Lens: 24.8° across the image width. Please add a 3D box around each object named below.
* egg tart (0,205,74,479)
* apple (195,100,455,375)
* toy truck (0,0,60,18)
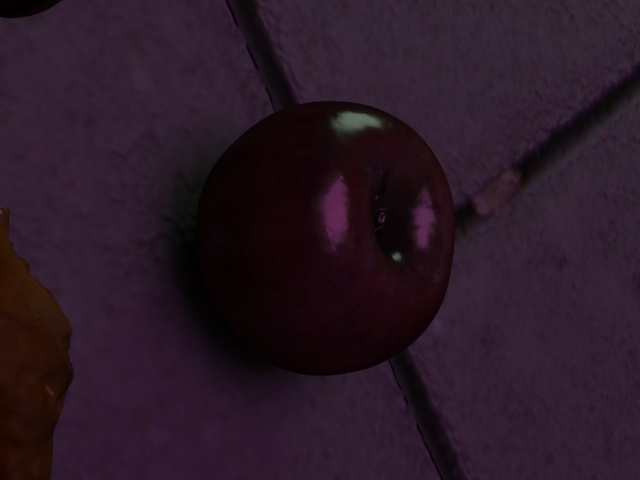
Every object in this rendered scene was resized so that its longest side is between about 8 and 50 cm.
[{"bbox_3d":[-0.234,0.096,0.456,0.339,0.153,0.352,-28,136,-44],"label":"egg tart"},{"bbox_3d":[0.000,0.000,0.812,0.153,0.120,0.153,10,77,-47],"label":"apple"},{"bbox_3d":[-0.211,-0.161,0.555,0.211,0.204,0.288,-18,88,-35],"label":"toy truck"}]
